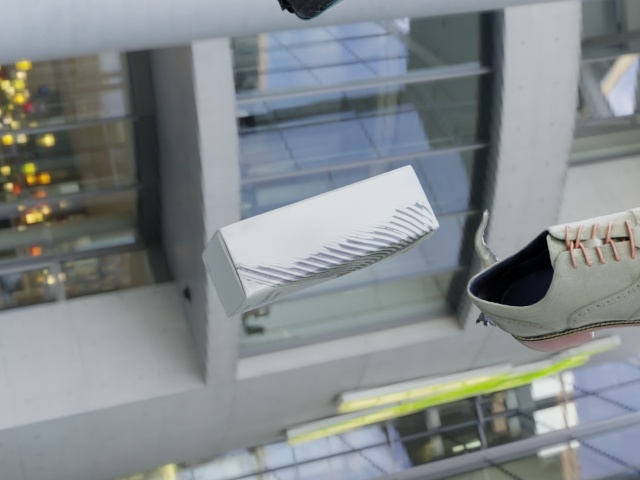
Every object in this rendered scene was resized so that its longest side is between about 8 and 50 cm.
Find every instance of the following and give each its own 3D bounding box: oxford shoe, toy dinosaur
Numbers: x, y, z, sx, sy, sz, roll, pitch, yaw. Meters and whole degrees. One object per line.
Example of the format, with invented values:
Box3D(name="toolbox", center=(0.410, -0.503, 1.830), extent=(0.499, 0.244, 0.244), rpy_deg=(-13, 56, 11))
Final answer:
Box3D(name="oxford shoe", center=(0.357, 0.031, 1.279), extent=(0.397, 0.146, 0.140), rpy_deg=(-32, -134, 38))
Box3D(name="toy dinosaur", center=(0.291, 0.071, 1.750), extent=(0.268, 0.064, 0.118), rpy_deg=(52, 52, -47))

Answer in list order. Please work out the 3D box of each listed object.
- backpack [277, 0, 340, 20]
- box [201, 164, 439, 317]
Box3D(name="backpack", center=(0.007, -0.406, 1.405), extent=(0.166, 0.144, 0.188), rpy_deg=(51, -30, -16))
Box3D(name="box", center=(0.000, 0.000, 1.310), extent=(0.094, 0.275, 0.113), rpy_deg=(66, -22, 10))
